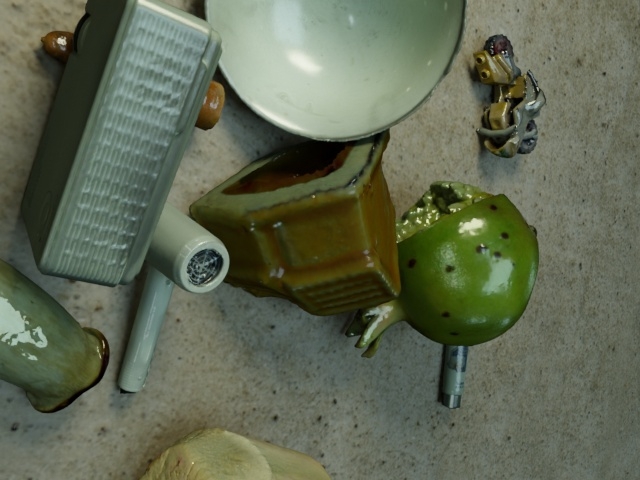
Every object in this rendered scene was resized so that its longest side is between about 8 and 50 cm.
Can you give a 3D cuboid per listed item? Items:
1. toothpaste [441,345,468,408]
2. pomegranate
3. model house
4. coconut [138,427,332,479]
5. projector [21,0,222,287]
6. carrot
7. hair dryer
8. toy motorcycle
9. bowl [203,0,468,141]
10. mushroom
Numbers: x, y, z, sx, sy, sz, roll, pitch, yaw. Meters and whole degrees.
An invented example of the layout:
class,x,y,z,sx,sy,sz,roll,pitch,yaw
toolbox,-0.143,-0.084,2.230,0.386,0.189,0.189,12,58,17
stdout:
class,x,y,z,sx,sy,sz,roll,pitch,yaw
toothpaste,0.256,0.192,1.260,0.062,0.039,0.239,3,94,-35
pomegranate,0.183,0.057,1.041,0.340,0.260,0.260,-37,124,-2
model house,-0.010,0.000,0.910,0.267,0.173,0.239,-13,121,5
coconut,-0.098,0.370,0.857,0.244,0.239,0.239,31,78,-39
projector,-0.199,-0.105,0.655,0.099,0.192,0.257,15,102,-34
carrot,-0.209,-0.186,0.762,0.209,0.061,0.061,17,87,-38
hair dryer,-0.195,0.083,0.792,0.073,0.131,0.237,11,104,-45
toy motorcycle,0.327,-0.243,1.200,0.129,0.094,0.229,-39,117,-27
bowl,0.020,-0.294,0.856,0.313,0.146,0.314,1,113,2
mushroom,-0.349,0.061,0.664,0.333,0.087,0.107,47,69,-35
